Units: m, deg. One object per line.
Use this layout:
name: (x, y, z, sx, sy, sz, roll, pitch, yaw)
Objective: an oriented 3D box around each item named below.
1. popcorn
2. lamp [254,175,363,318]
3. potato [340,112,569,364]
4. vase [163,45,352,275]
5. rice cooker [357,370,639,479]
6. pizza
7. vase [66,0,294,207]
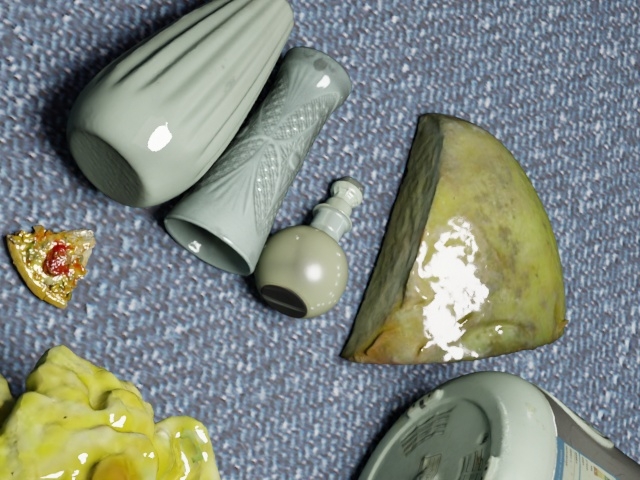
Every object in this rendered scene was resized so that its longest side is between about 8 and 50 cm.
popcorn: (-0.207, 0.224, 0.872, 0.292, 0.237, 0.293, -1, 93, -27)
lamp: (0.000, 0.000, 1.082, 0.091, 0.091, 0.163, 45, 54, -20)
potato: (0.148, -0.010, 1.141, 0.269, 0.112, 0.255, -6, 91, -30)
vase: (-0.051, -0.081, 1.047, 0.096, 0.096, 0.219, 39, 69, -22)
rice cooker: (0.193, 0.293, 1.055, 0.277, 0.288, 0.288, 36, 73, -19)
pizza: (-0.233, 0.012, 0.981, 0.078, 0.025, 0.083, -43, 107, -20)
vase: (-0.116, -0.144, 0.999, 0.128, 0.128, 0.248, 50, 58, -18)
